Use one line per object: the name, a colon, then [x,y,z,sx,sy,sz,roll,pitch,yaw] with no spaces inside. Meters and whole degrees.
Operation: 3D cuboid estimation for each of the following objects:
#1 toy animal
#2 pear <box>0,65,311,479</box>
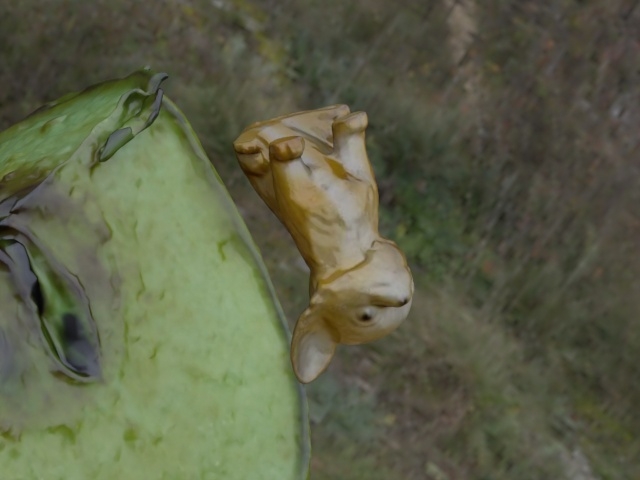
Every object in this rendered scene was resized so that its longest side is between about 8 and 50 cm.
toy animal: [0.000,0.000,0.545,0.060,0.081,0.083,-24,106,-36]
pear: [-0.112,0.085,0.757,0.255,0.164,0.238,53,56,-21]
